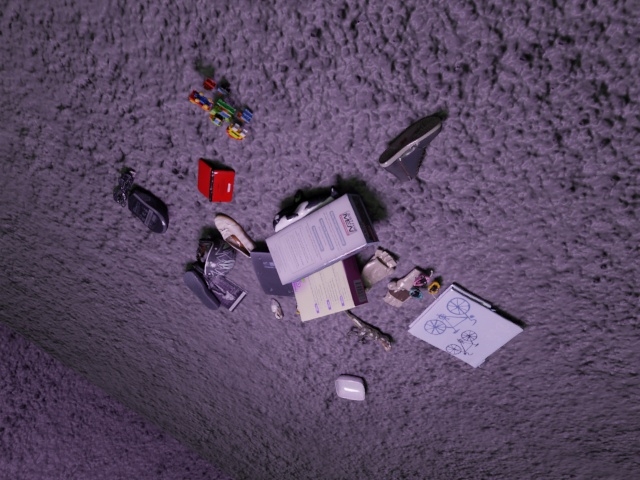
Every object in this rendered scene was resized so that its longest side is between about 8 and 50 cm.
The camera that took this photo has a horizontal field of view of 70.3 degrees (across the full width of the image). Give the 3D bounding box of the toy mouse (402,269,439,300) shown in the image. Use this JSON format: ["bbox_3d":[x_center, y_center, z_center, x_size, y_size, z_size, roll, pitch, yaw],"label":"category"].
[{"bbox_3d":[0.371,0.168,1.692,0.143,0.031,0.161,-6,132,-3],"label":"toy mouse"}]

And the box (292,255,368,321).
[{"bbox_3d":[0.028,0.171,1.728,0.243,0.117,0.214,-21,80,30],"label":"box"}]

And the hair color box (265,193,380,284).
[{"bbox_3d":[0.000,0.000,1.607,0.374,0.113,0.185,-27,79,29],"label":"hair color box"}]

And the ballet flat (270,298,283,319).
[{"bbox_3d":[-0.196,0.313,2.027,0.041,0.041,0.114,-9,122,24],"label":"ballet flat"}]

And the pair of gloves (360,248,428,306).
[{"bbox_3d":[0.268,0.149,1.741,0.240,0.042,0.204,26,124,-10],"label":"pair of gloves"}]

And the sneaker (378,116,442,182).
[{"bbox_3d":[0.298,-0.278,1.398,0.222,0.083,0.118,-35,128,29],"label":"sneaker"}]

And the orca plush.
[{"bbox_3d":[-0.062,-0.134,1.604,0.287,0.151,0.102,-28,82,37],"label":"orca plush"}]

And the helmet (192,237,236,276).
[{"bbox_3d":[-0.421,0.070,1.831,0.161,0.169,0.169,21,133,31],"label":"helmet"}]

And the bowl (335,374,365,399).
[{"bbox_3d":[0.149,0.705,2.200,0.142,0.053,0.142,5,127,17],"label":"bowl"}]

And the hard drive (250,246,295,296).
[{"bbox_3d":[-0.179,0.127,1.859,0.171,0.054,0.255,3,133,17],"label":"hard drive"}]

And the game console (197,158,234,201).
[{"bbox_3d":[-0.392,-0.224,1.703,0.124,0.085,0.144,-1,133,-20],"label":"game console"}]

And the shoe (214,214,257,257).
[{"bbox_3d":[-0.340,-0.016,1.813,0.219,0.058,0.076,44,127,-16],"label":"shoe"}]

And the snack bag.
[{"bbox_3d":[0.571,0.345,1.794,0.342,0.037,0.323,28,130,-3],"label":"snack bag"}]

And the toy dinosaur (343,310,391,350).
[{"bbox_3d":[0.180,0.396,1.954,0.268,0.064,0.118,36,122,-7],"label":"toy dinosaur"}]

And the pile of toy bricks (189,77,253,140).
[{"bbox_3d":[-0.328,-0.424,1.486,0.212,0.118,0.105,33,160,-28],"label":"pile of toy bricks"}]

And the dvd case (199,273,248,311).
[{"bbox_3d":[-0.453,0.221,2.059,0.221,0.018,0.164,36,128,-8],"label":"dvd case"}]

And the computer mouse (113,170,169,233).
[{"bbox_3d":[-0.705,-0.145,1.840,0.272,0.072,0.188,45,130,-1],"label":"computer mouse"}]

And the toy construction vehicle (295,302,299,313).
[{"bbox_3d":[-0.063,0.287,1.971,0.085,0.035,0.098,6,131,1],"label":"toy construction vehicle"}]

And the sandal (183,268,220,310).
[{"bbox_3d":[-0.533,0.215,2.045,0.097,0.054,0.255,1,135,27],"label":"sandal"}]
